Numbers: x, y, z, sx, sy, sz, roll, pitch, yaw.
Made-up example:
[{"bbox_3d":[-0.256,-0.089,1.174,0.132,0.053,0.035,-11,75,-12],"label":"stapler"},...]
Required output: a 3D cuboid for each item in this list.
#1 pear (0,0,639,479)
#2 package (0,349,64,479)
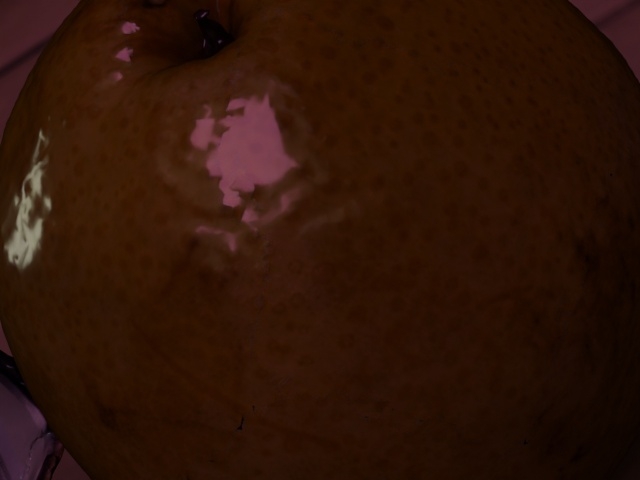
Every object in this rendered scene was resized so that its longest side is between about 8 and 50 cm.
[{"bbox_3d":[0.000,0.000,0.492,0.209,0.209,0.208,-11,62,21],"label":"pear"},{"bbox_3d":[-0.090,0.154,0.516,0.232,0.040,0.166,56,132,30],"label":"package"}]
